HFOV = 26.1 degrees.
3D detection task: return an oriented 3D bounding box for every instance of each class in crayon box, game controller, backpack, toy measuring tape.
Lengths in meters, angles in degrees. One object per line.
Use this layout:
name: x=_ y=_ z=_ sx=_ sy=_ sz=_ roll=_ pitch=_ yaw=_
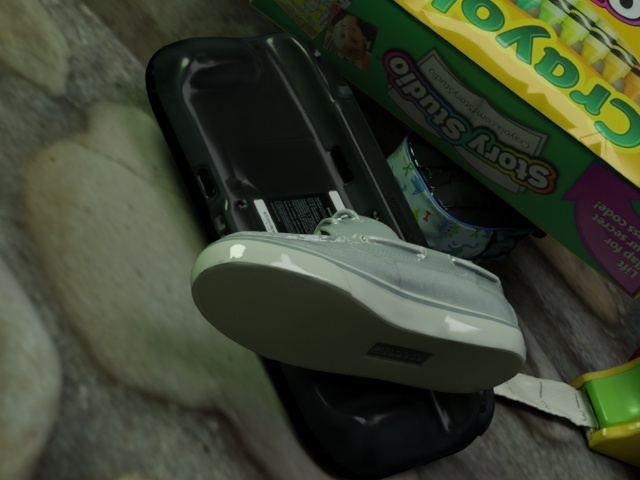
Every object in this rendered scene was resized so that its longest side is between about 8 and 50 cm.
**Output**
crayon box: x=0.179 y=-0.181 z=1.069 sx=0.363 sy=0.106 sz=0.313 roll=37 pitch=50 yaw=3
game controller: x=0.000 y=0.000 z=0.904 sx=0.166 sy=0.067 sz=0.319 roll=-12 pitch=69 yaw=-38
backpack: x=0.096 y=-0.029 z=1.053 sx=0.114 sy=0.084 sz=0.105 roll=1 pitch=53 yaw=-44
toy measuring tape: x=0.248 y=0.112 z=1.066 sx=0.330 sy=0.121 sz=0.121 roll=24 pitch=38 yaw=-37

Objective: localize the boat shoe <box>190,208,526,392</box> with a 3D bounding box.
boat shoe: x=0.022 y=0.028 z=0.811 sx=0.227 sy=0.079 sz=0.081 roll=18 pitch=47 yaw=-31
